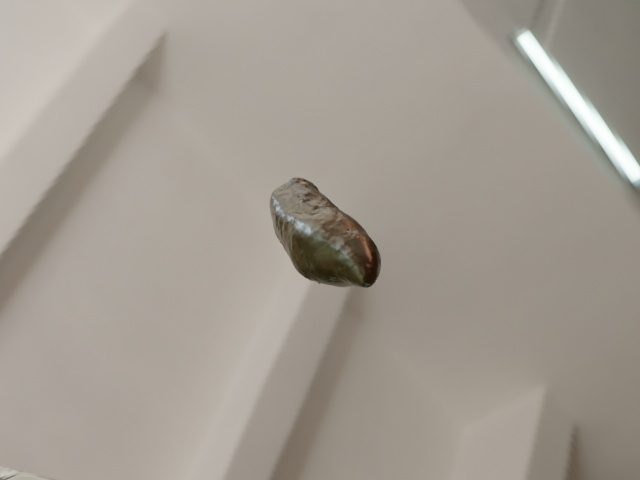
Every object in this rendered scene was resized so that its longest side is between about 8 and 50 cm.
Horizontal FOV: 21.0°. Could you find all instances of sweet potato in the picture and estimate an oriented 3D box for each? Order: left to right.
[{"bbox_3d":[-0.003,-0.006,0.868,0.041,0.038,0.153,58,177,-21],"label":"sweet potato"}]

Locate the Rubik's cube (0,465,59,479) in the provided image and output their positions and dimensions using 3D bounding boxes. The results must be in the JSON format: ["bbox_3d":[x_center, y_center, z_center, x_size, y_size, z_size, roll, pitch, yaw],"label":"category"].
[{"bbox_3d":[-0.188,0.279,0.861,0.259,0.256,0.253,-24,-72,-41],"label":"Rubik's cube"}]
